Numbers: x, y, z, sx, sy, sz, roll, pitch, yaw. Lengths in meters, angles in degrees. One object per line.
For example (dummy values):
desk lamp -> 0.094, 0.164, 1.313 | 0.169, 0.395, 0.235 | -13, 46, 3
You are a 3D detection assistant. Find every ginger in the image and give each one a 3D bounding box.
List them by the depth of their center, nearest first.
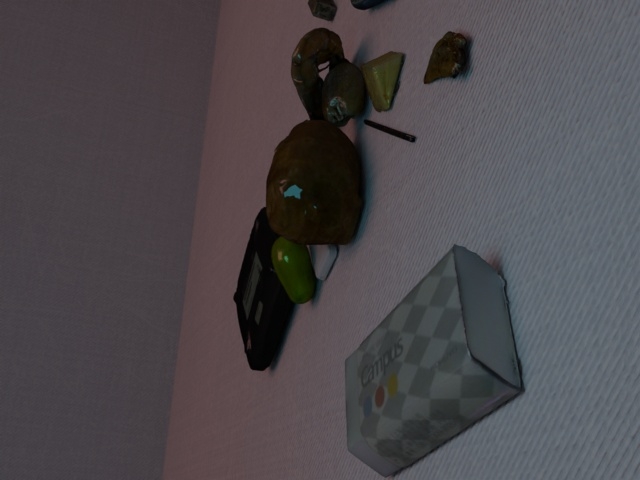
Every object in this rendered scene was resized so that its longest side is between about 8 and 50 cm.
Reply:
ginger -> -0.013, -0.122, 1.644 | 0.223, 0.200, 0.270 | -141, 64, -71

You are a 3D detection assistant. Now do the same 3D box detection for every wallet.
wallet -> 0.000, 0.000, 1.796 | 0.190, 0.033, 0.095 | -102, 31, -48

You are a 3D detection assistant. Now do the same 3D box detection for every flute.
flute -> 0.137, -0.224, 1.562 | 0.269, 0.014, 0.014 | -135, 59, -68

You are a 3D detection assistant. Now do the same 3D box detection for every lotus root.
lotus root -> 0.050, -0.342, 1.744 | 0.113, 0.088, 0.192 | -34, 42, 40

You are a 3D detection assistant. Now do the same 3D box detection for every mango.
mango -> -0.063, 0.065, 1.803 | 0.117, 0.089, 0.163 | -94, -9, -73

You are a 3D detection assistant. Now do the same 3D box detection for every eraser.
eraser -> 0.150, 0.201, 1.179 | 0.397, 0.082, 0.213 | 126, 150, -50

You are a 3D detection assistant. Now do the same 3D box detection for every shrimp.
shrimp -> 0.005, -0.385, 1.830 | 0.075, 0.289, 0.178 | 21, 61, 36

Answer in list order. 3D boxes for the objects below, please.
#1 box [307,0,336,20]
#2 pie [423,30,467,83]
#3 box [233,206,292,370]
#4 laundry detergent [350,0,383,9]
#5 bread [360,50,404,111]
box -> 0.003, -0.640, 2.100 | 0.098, 0.062, 0.045 | -109, 36, -53
pie -> 0.220, -0.321, 1.351 | 0.170, 0.034, 0.092 | -134, 56, -74
box -> -0.146, 0.120, 2.058 | 0.350, 0.090, 0.359 | -113, 37, -59
laundry detergent -> 0.125, -0.572, 1.715 | 0.206, 0.061, 0.097 | -147, 72, -69
bread -> 0.143, -0.328, 1.598 | 0.109, 0.080, 0.084 | 69, 169, -18
